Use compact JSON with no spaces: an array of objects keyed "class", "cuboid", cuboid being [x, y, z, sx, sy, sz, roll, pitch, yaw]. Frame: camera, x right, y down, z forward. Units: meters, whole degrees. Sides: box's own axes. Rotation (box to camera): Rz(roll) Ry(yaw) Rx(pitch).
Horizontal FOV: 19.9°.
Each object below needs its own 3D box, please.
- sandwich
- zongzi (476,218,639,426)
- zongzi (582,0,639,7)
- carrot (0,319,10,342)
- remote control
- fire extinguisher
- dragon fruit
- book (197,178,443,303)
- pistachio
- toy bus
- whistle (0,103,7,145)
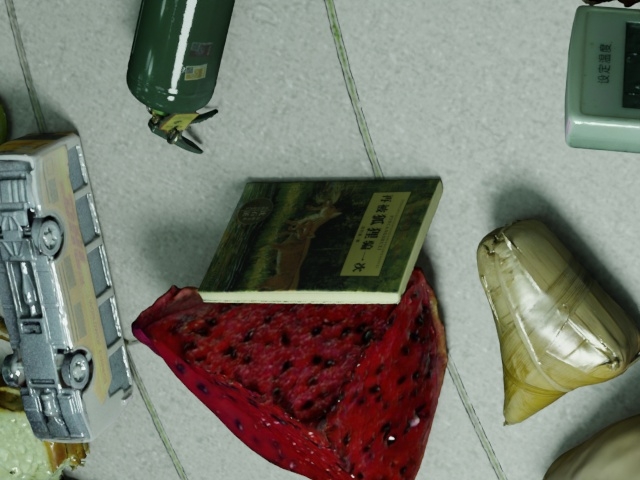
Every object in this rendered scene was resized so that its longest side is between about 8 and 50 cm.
[{"class":"sandwich","cuboid":[-0.383,0.294,2.234,0.249,0.095,0.273,-3,111,29]},{"class":"zongzi","cuboid":[0.201,0.087,1.843,0.194,0.099,0.197,52,131,-1]},{"class":"zongzi","cuboid":[0.185,-0.368,1.654,0.317,0.154,0.289,30,145,51]},{"class":"carrot","cuboid":[-0.457,0.076,2.209,0.254,0.049,0.049,25,121,11]},{"class":"remote control","cuboid":[0.384,-0.129,1.568,0.344,0.145,0.050,4,143,6]},{"class":"fire extinguisher","cuboid":[-0.134,-0.228,1.877,0.095,0.114,0.311,53,135,47]},{"class":"dragon fruit","cuboid":[-0.043,0.120,1.898,0.330,0.240,0.302,19,97,12]},{"class":"book","cuboid":[0.000,0.000,1.873,0.228,0.160,0.024,0,137,28]},{"class":"pistachio","cuboid":[0.314,0.264,1.795,0.166,0.197,0.288,52,146,5]},{"class":"toy bus","cuboid":[-0.302,0.053,2.058,0.097,0.138,0.342,-2,110,27]},{"class":"whistle","cuboid":[-0.403,-0.090,2.095,0.104,0.057,0.198,4,112,27]}]
